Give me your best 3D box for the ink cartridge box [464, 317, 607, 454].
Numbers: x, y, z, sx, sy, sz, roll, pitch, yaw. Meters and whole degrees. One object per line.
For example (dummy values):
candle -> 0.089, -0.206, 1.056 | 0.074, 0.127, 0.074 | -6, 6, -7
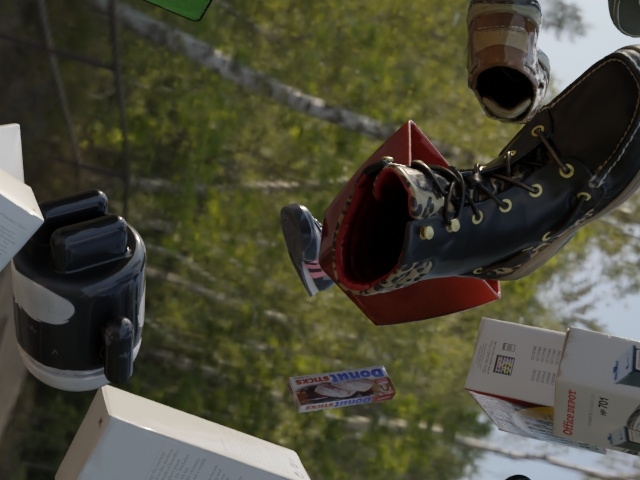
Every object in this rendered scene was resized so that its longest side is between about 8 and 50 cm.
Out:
ink cartridge box -> 0.416, 0.257, 1.810 | 0.309, 0.271, 0.130 | 48, 55, -60

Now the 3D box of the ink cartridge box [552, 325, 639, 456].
ink cartridge box -> 0.370, 0.184, 1.232 | 0.140, 0.190, 0.082 | 76, 30, -51

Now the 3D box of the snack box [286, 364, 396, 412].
snack box -> 0.036, 0.251, 1.815 | 0.064, 0.178, 0.022 | -118, -148, -42

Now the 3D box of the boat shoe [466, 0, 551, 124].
boat shoe -> 0.256, -0.225, 1.505 | 0.324, 0.122, 0.120 | 46, 47, -67

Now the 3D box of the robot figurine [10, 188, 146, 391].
robot figurine -> -0.312, 0.070, 1.402 | 0.209, 0.173, 0.278 | -82, -178, -52

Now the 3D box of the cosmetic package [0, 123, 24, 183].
cosmetic package -> -0.671, -0.109, 1.820 | 0.385, 0.217, 0.156 | -53, 140, -79

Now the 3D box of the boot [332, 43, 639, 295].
boot -> 0.197, -0.066, 1.209 | 0.377, 0.284, 0.138 | -52, -125, 46

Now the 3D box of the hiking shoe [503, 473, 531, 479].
hiking shoe -> 0.273, 0.482, 1.783 | 0.132, 0.113, 0.304 | -110, -150, -50

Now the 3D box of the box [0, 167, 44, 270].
box -> -0.436, -0.013, 1.263 | 0.170, 0.130, 0.091 | -47, -142, 6

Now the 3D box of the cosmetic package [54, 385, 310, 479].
cosmetic package -> -0.270, 0.482, 2.133 | 0.230, 0.453, 0.161 | -62, -157, 8

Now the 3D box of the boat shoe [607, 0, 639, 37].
boat shoe -> 0.461, -0.356, 1.468 | 0.319, 0.116, 0.099 | 97, 8, -70

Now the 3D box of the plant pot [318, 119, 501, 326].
plant pot -> 0.146, -0.003, 1.928 | 0.235, 0.267, 0.267 | -32, -154, 24

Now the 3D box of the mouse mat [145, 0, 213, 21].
mouse mat -> -0.197, -0.335, 1.317 | 0.189, 0.152, 0.007 | 149, -40, -67

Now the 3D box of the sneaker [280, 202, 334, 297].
sneaker -> 0.000, 0.000, 2.172 | 0.319, 0.131, 0.112 | 79, -15, -65
